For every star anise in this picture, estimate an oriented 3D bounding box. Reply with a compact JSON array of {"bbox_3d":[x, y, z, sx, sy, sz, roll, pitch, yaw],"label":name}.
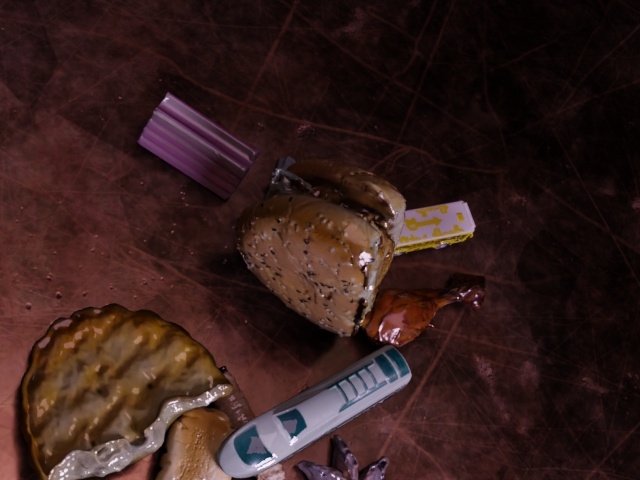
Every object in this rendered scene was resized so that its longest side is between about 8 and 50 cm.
[{"bbox_3d":[0.042,0.422,1.905,0.208,0.063,0.172,-29,77,-31],"label":"star anise"}]

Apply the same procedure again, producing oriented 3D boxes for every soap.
[{"bbox_3d":[-0.221,-0.169,2.024,0.203,0.122,0.065,33,57,-8],"label":"soap"}]

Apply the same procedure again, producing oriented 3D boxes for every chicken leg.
[{"bbox_3d":[0.200,0.116,2.105,0.304,0.093,0.113,-20,64,-34],"label":"chicken leg"}]

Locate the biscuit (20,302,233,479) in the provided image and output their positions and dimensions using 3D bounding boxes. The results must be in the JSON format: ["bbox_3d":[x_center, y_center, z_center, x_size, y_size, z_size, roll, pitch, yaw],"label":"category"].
[{"bbox_3d":[-0.309,0.249,1.787,0.335,0.078,0.329,5,55,-2],"label":"biscuit"}]

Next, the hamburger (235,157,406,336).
[{"bbox_3d":[0.000,0.000,1.943,0.277,0.318,0.195,27,58,14],"label":"hamburger"}]

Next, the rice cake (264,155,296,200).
[{"bbox_3d":[-0.087,-0.083,2.094,0.042,0.030,0.180,33,57,-24],"label":"rice cake"}]

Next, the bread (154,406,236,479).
[{"bbox_3d":[-0.197,0.357,1.812,0.119,0.084,0.177,12,61,2],"label":"bread"}]

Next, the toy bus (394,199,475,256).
[{"bbox_3d":[0.184,-0.022,2.162,0.226,0.074,0.081,-9,71,-26],"label":"toy bus"}]

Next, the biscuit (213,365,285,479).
[{"bbox_3d":[-0.129,0.314,1.881,0.055,0.061,0.219,-29,81,-10],"label":"biscuit"}]

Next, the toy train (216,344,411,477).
[{"bbox_3d":[-0.003,0.286,1.879,0.407,0.088,0.086,-23,78,-44],"label":"toy train"}]
